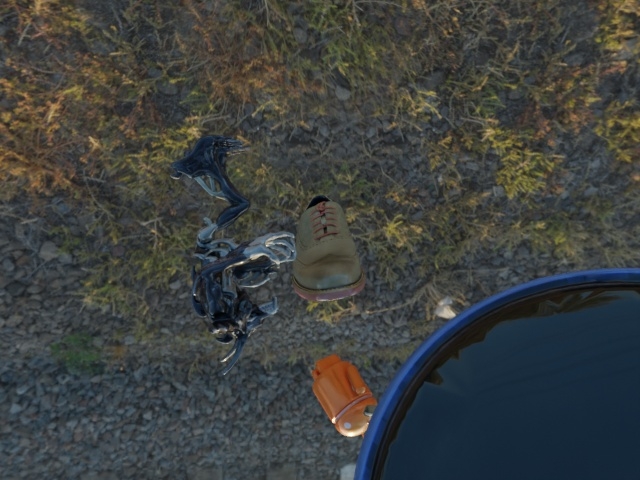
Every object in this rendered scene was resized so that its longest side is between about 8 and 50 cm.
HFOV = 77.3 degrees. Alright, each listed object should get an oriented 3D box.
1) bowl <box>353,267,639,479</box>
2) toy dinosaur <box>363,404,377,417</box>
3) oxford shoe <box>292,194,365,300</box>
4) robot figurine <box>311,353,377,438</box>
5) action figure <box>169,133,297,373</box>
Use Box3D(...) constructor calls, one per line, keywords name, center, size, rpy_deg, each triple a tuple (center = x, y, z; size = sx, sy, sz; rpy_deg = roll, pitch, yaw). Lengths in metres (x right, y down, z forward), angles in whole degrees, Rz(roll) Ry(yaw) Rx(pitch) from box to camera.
Box3D(name="bowl", center=(0.200, 0.194, 0.228), size=(0.392, 0.390, 0.077), rpy_deg=(-22, 146, 8))
Box3D(name="toy dinosaur", center=(0.158, 0.169, 0.327), size=(0.064, 0.268, 0.118), rpy_deg=(14, 98, -53))
Box3D(name="oxford shoe", center=(0.000, 0.000, 0.718), size=(0.123, 0.348, 0.130), rpy_deg=(-9, 107, -4))
Box3D(name="robot figurine", center=(0.064, 0.404, 1.039), size=(0.158, 0.219, 0.128), rpy_deg=(-44, 146, 8))
Box3D(name="action figure", center=(-0.096, 0.014, 0.496), size=(0.141, 0.164, 0.275), rpy_deg=(-10, 93, -8))
